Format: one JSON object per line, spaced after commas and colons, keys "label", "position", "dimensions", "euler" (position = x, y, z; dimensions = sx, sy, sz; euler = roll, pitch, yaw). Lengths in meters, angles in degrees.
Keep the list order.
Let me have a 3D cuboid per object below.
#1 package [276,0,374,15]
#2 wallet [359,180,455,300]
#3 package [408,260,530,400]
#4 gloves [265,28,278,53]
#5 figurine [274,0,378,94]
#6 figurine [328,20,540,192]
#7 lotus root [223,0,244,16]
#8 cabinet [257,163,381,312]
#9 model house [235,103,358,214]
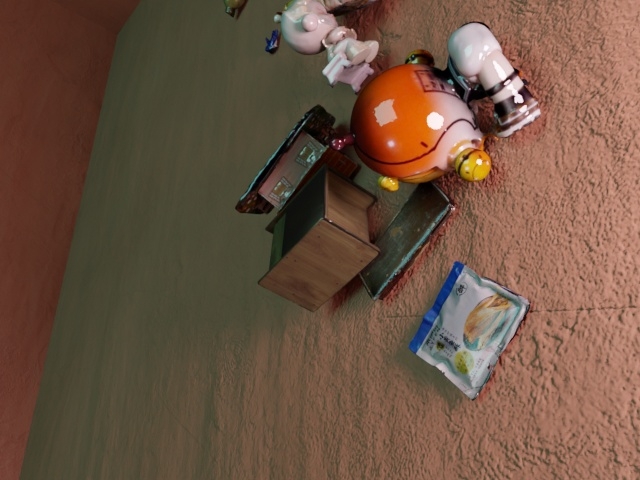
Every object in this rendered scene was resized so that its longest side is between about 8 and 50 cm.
{"label": "package", "position": [0.052, -0.600, 1.537], "dimensions": [0.288, 0.223, 0.108], "euler": [-7, 104, 57]}
{"label": "wallet", "position": [0.155, 0.000, 1.176], "dimensions": [0.232, 0.031, 0.122], "euler": [-53, 31, 18]}
{"label": "package", "position": [0.226, 0.135, 0.997], "dimensions": [0.173, 0.027, 0.171], "euler": [34, 100, 53]}
{"label": "gloves", "position": [-0.153, -0.615, 1.973], "dimensions": [0.064, 0.026, 0.086], "euler": [-31, 48, 46]}
{"label": "figurine", "position": [0.005, -0.461, 1.465], "dimensions": [0.257, 0.182, 0.144], "euler": [47, 135, 19]}
{"label": "figurine", "position": [0.185, -0.226, 1.112], "dimensions": [0.323, 0.196, 0.320], "euler": [-37, 49, 24]}
{"label": "lotus root", "position": [-0.308, -0.904, 2.314], "dimensions": [0.090, 0.077, 0.183], "euler": [2, 72, 56]}
{"label": "cabinet", "position": [0.000, 0.000, 1.273], "dimensions": [0.215, 0.148, 0.175], "euler": [-44, 27, 32]}
{"label": "model house", "position": [-0.025, -0.136, 1.441], "dimensions": [0.154, 0.207, 0.294], "euler": [40, 99, 11]}
